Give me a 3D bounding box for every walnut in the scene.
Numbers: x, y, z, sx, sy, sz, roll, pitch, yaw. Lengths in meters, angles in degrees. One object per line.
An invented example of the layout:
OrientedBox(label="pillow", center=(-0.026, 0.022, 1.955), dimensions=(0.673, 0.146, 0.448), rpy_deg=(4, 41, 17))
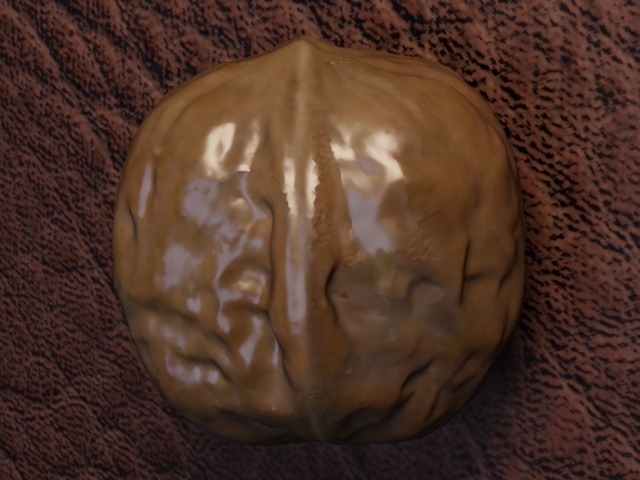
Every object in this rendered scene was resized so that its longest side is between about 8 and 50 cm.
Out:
OrientedBox(label="walnut", center=(0.003, 0.000, 1.074), dimensions=(0.273, 0.227, 0.273), rpy_deg=(12, 113, 31))
